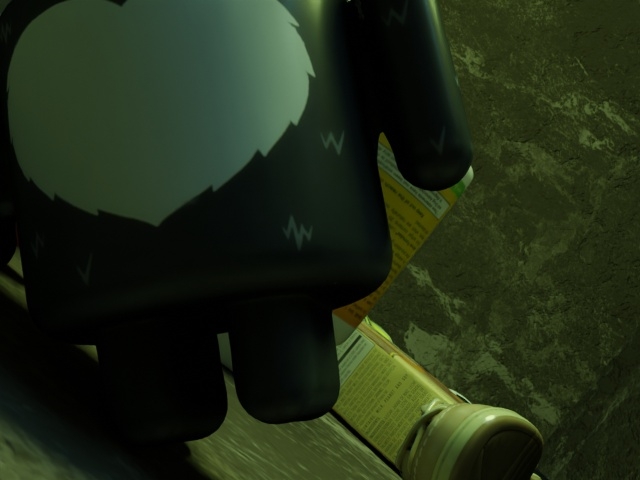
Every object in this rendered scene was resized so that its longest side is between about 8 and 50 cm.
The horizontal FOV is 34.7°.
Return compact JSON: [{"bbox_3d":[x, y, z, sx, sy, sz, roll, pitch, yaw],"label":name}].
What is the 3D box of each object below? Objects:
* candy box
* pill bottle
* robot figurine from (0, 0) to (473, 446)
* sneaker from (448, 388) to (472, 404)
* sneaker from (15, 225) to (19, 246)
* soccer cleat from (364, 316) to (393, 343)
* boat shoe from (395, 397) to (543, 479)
[{"bbox_3d":[0.063,0.153,1.073,0.316,0.087,0.183,37,-1,31],"label":"candy box"},{"bbox_3d":[0.000,0.000,0.841,0.136,0.245,0.136,38,-1,1],"label":"pill bottle"},{"bbox_3d":[-0.061,-0.048,0.483,0.209,0.278,0.173,-3,-11,-30],"label":"robot figurine"},{"bbox_3d":[0.155,0.246,1.384,0.217,0.079,0.121,29,7,-29],"label":"sneaker"},{"bbox_3d":[-0.178,-0.065,0.711,0.148,0.131,0.350,47,10,-12],"label":"sneaker"},{"bbox_3d":[0.058,0.153,1.440,0.121,0.093,0.289,43,1,17],"label":"soccer cleat"},{"bbox_3d":[0.101,0.174,0.768,0.098,0.109,0.302,32,-9,24],"label":"boat shoe"}]
